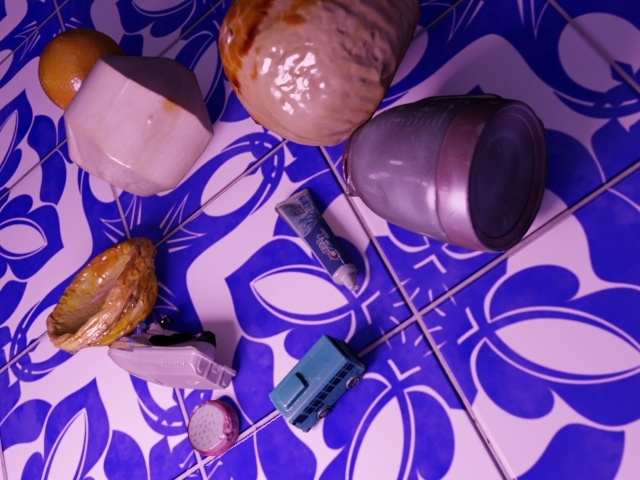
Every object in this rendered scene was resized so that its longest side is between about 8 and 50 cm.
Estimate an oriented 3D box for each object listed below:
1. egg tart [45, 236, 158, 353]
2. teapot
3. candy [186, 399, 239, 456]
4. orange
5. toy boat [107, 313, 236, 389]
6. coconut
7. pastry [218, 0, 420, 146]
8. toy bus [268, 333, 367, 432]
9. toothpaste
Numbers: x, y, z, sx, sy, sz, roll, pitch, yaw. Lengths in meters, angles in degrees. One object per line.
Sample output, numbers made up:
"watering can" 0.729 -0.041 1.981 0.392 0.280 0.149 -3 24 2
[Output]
"egg tart" -0.431 0.124 1.506 0.294 0.123 0.294 -30 33 22
"teapot" 0.200 -0.148 1.209 0.312 0.233 0.315 15 50 42
"candy" -0.200 0.347 1.344 0.103 0.043 0.103 -13 64 28
"orange" -0.587 -0.417 1.807 0.236 0.236 0.236 -13 64 28
"toy boat" -0.293 0.216 1.406 0.270 0.141 0.140 11 77 37
"coconut" -0.386 -0.260 1.568 0.323 0.323 0.322 -13 64 28
"pastry" -0.013 -0.365 1.314 0.388 0.313 0.388 -59 14 23
"toy bus" -0.010 0.243 1.236 0.160 0.092 0.079 -48 52 7
"toothpaste" 0.001 -0.001 1.364 0.069 0.047 0.268 -52 48 19
